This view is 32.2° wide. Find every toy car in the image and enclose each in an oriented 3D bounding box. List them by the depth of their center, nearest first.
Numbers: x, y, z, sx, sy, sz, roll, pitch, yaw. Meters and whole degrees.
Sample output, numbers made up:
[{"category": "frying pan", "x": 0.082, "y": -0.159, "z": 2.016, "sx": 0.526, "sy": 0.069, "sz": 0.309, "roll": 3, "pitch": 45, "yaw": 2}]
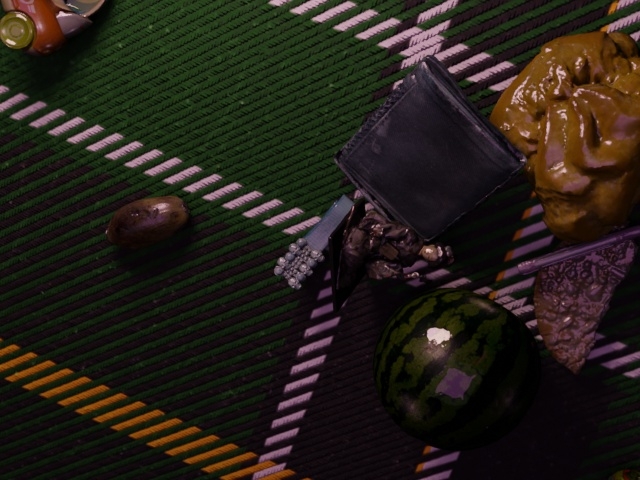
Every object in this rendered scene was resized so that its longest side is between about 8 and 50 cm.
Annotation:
[{"category": "toy car", "x": -0.478, "y": -0.453, "z": 1.998, "sx": 0.235, "sy": 0.145, "sz": 0.235, "roll": 0, "pitch": 103, "yaw": -1}]

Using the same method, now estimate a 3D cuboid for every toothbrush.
[{"category": "toothbrush", "x": 0.501, "y": -0.007, "z": 1.859, "sx": 0.353, "sy": 0.029, "sz": 0.024, "roll": -19, "pitch": 93, "yaw": 14}]

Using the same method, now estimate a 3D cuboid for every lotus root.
[{"category": "lotus root", "x": -0.328, "y": -0.035, "z": 2.089, "sx": 0.179, "sy": 0.080, "sz": 0.089, "roll": -19, "pitch": 101, "yaw": 20}]

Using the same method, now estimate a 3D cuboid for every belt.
[{"category": "belt", "x": -0.003, "y": -0.003, "z": 2.000, "sx": 0.065, "sy": 0.100, "sz": 0.179, "roll": 40, "pitch": 109, "yaw": -2}]

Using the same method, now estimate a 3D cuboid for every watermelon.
[{"category": "watermelon", "x": 0.232, "y": 0.220, "z": 1.901, "sx": 0.285, "sy": 0.285, "sz": 0.285, "roll": 4, "pitch": 106, "yaw": 15}]

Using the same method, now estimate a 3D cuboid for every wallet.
[{"category": "wallet", "x": 0.180, "y": -0.139, "z": 1.849, "sx": 0.237, "sy": 0.075, "sz": 0.342, "roll": 48, "pitch": 147, "yaw": 2}]

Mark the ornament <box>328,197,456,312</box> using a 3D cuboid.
[{"category": "ornament", "x": 0.132, "y": 0.029, "z": 1.909, "sx": 0.196, "sy": 0.153, "sz": 0.166, "roll": 7, "pitch": 122, "yaw": 21}]

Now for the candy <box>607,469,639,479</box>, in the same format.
[{"category": "candy", "x": 0.489, "y": 0.525, "z": 2.024, "sx": 0.083, "sy": 0.091, "sz": 0.305, "roll": 39, "pitch": 118, "yaw": 0}]

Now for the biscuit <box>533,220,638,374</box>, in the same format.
[{"category": "biscuit", "x": 0.444, "y": 0.081, "z": 1.928, "sx": 0.141, "sy": 0.038, "sz": 0.290, "roll": 23, "pitch": 108, "yaw": 8}]

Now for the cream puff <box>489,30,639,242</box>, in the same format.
[{"category": "cream puff", "x": 0.411, "y": -0.170, "z": 1.746, "sx": 0.269, "sy": 0.274, "sz": 0.323, "roll": 29, "pitch": 108, "yaw": -4}]
